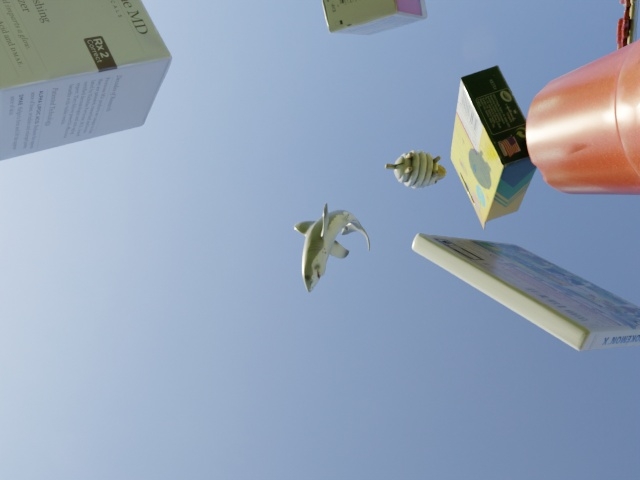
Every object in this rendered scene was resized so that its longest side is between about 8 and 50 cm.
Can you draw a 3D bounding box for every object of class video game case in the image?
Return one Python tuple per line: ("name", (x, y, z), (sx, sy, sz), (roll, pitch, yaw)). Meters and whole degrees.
("video game case", (0.360, 0.076, 1.004), (0.329, 0.300, 0.036), (34, -68, 45))

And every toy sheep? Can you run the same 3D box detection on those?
("toy sheep", (0.201, -0.151, 1.293), (0.132, 0.091, 0.091), (11, -112, -8))

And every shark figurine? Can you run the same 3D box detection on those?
("shark figurine", (0.009, -0.024, 1.300), (0.116, 0.278, 0.166), (6, -67, 27))

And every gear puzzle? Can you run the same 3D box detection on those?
("gear puzzle", (0.626, -0.376, 1.274), (0.044, 0.175, 0.339), (5, -86, 28))

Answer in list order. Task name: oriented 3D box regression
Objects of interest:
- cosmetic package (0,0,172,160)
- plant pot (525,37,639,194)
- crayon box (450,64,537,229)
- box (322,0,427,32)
("cosmetic package", (-0.291, -0.202, 0.669), (0.183, 0.151, 0.151), (-25, -97, -34))
("plant pot", (0.477, -0.180, 0.925), (0.272, 0.272, 0.265), (-63, -160, -11))
("crayon box", (0.343, -0.174, 1.243), (0.081, 0.318, 0.202), (-19, -111, 0))
("box", (0.112, -0.504, 1.262), (0.148, 0.232, 0.127), (-8, -77, 26))
